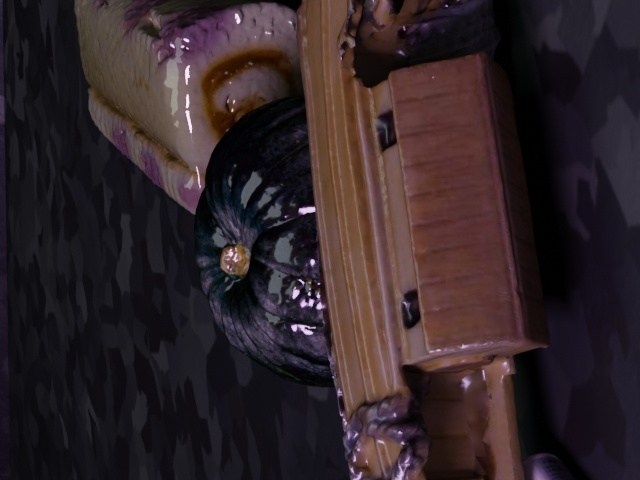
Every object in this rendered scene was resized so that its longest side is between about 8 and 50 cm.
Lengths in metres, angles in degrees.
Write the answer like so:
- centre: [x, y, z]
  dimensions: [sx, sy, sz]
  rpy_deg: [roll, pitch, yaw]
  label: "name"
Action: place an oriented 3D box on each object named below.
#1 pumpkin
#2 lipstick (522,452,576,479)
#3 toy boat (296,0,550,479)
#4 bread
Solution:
- centre: [0.000, 0.000, 1.340]
  dimensions: [0.220, 0.162, 0.220]
  rpy_deg: [35, 132, 51]
  label: "pumpkin"
- centre: [0.163, 0.184, 1.115]
  dimensions: [0.141, 0.040, 0.040]
  rpy_deg: [-125, 36, -55]
  label: "lipstick"
- centre: [0.080, 0.012, 1.145]
  dimensions: [0.162, 0.136, 0.445]
  rpy_deg: [-20, 73, 55]
  label: "toy boat"
- centre: [-0.113, -0.152, 1.620]
  dimensions: [0.338, 0.155, 0.187]
  rpy_deg: [-143, 43, -61]
  label: "bread"
